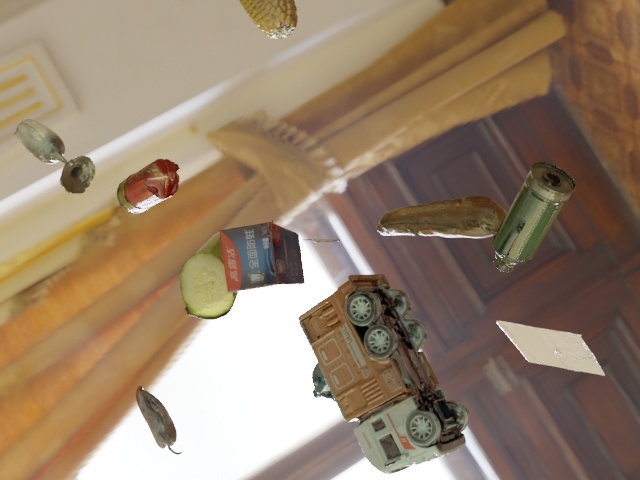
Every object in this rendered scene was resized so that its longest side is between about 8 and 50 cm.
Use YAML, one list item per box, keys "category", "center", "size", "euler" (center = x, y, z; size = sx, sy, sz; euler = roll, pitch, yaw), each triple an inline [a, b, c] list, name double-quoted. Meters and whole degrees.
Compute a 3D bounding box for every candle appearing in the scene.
- category: "candle"
  center: [-0.217, -0.071, 1.328]
  size: [0.130, 0.052, 0.052]
  euler: [-20, 100, 58]

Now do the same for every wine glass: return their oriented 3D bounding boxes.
- category: "wine glass"
  center: [-0.498, -0.165, 1.917]
  size: [0.262, 0.074, 0.074]
  euler: [34, 153, 47]

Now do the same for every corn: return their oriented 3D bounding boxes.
- category: "corn"
  center: [-0.120, -0.473, 1.751]
  size: [0.292, 0.101, 0.101]
  euler: [62, 168, 7]

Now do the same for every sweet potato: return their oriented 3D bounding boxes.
- category: "sweet potato"
  center: [0.211, -0.037, 1.876]
  size: [0.273, 0.075, 0.075]
  euler: [-3, 124, 35]

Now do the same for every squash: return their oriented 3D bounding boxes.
- category: "squash"
  center: [-0.205, 0.029, 2.175]
  size: [0.287, 0.137, 0.137]
  euler: [-71, -37, -55]

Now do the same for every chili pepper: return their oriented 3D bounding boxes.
- category: "chili pepper"
  center: [-0.305, 0.335, 1.943]
  size: [0.153, 0.041, 0.050]
  euler: [62, -165, 16]

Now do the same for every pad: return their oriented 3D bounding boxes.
- category: "pad"
  center: [0.417, 0.196, 1.869]
  size: [0.156, 0.004, 0.232]
  euler: [8, 159, 30]

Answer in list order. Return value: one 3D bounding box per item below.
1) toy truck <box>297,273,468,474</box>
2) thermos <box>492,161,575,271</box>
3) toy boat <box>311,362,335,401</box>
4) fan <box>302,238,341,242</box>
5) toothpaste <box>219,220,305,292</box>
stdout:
- category: "toy truck"
  center: [0.094, 0.215, 1.631]
  size: [0.136, 0.162, 0.305]
  euler: [1, -121, -60]
- category: "thermos"
  center: [0.320, -0.024, 1.596]
  size: [0.083, 0.073, 0.188]
  euler: [-91, 17, -49]
- category: "toy boat"
  center: [0.027, 0.235, 1.905]
  size: [0.215, 0.102, 0.088]
  euler: [118, 140, -51]
- category: "fan"
  center: [0.000, 0.000, 2.138]
  size: [0.056, 0.083, 0.004]
  euler: [-10, -80, -62]
- category: "toothpaste"
  center: [-0.068, 0.025, 1.331]
  size: [0.320, 0.066, 0.076]
  euler: [26, -124, -84]
